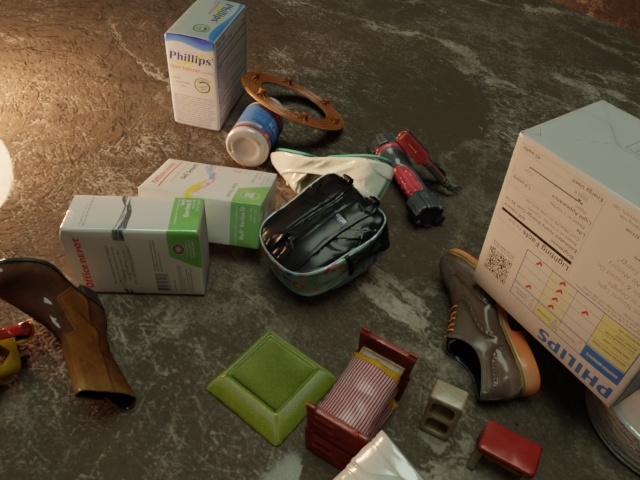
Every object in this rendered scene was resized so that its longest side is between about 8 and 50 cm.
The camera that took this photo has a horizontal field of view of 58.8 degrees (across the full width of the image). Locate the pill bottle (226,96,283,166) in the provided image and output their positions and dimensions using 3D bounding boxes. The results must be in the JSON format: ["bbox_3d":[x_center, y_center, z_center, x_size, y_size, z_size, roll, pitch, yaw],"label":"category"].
[{"bbox_3d":[-0.176,-0.318,1.616,0.124,0.124,0.222,12,43,7],"label":"pill bottle"}]

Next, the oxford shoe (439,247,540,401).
[{"bbox_3d":[0.313,0.163,1.186,0.132,0.130,0.364,-12,47,-8],"label":"oxford shoe"}]

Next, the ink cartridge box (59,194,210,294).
[{"bbox_3d":[-0.385,0.012,1.216,0.272,0.198,0.115,2,45,-4],"label":"ink cartridge box"}]

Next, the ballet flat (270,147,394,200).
[{"bbox_3d":[0.004,-0.160,1.454,0.400,0.139,0.139,12,40,40],"label":"ballet flat"}]

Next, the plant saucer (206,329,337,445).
[{"bbox_3d":[-0.092,0.266,1.099,0.188,0.045,0.188,31,51,23],"label":"plant saucer"}]

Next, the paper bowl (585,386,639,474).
[{"bbox_3d":[0.665,0.303,1.062,0.284,0.148,0.284,2,46,-2],"label":"paper bowl"}]

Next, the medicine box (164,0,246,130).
[{"bbox_3d":[-0.330,-0.527,1.694,0.149,0.289,0.264,12,45,6],"label":"medicine box"}]

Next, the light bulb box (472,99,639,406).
[{"bbox_3d":[0.497,0.017,0.985,0.225,0.361,0.358,-22,49,-24],"label":"light bulb box"}]

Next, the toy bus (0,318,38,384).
[{"bbox_3d":[-0.610,0.219,1.055,0.202,0.191,0.105,-14,91,-17],"label":"toy bus"}]

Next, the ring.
[{"bbox_3d":[-0.076,-0.427,1.704,0.336,0.032,0.337,23,28,-13],"label":"ring"}]

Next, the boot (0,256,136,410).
[{"bbox_3d":[-0.475,0.177,1.030,0.096,0.264,0.280,-36,53,0],"label":"boot"}]

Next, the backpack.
[{"bbox_3d":[0.000,0.000,1.263,0.253,0.191,0.225,-33,57,-19],"label":"backpack"}]

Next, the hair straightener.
[{"bbox_3d":[0.301,-0.218,1.554,0.230,0.047,0.089,41,22,-5],"label":"hair straightener"}]

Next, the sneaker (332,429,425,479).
[{"bbox_3d":[0.119,0.435,0.788,0.169,0.108,0.292,-39,55,-7],"label":"sneaker"}]

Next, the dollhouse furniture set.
[{"bbox_3d":[0.179,0.336,0.978,0.374,0.152,0.201,24,48,18],"label":"dollhouse furniture set"}]

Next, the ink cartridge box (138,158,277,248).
[{"bbox_3d":[-0.296,-0.098,1.358,0.353,0.119,0.207,8,27,3],"label":"ink cartridge box"}]

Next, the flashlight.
[{"bbox_3d":[0.222,-0.166,1.521,0.103,0.103,0.304,-24,49,2],"label":"flashlight"}]
